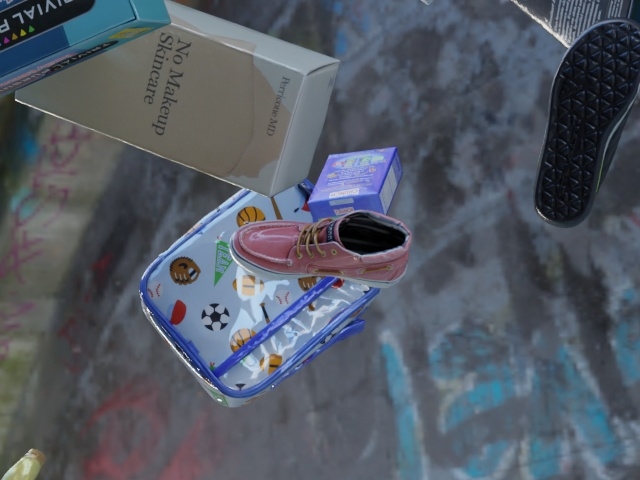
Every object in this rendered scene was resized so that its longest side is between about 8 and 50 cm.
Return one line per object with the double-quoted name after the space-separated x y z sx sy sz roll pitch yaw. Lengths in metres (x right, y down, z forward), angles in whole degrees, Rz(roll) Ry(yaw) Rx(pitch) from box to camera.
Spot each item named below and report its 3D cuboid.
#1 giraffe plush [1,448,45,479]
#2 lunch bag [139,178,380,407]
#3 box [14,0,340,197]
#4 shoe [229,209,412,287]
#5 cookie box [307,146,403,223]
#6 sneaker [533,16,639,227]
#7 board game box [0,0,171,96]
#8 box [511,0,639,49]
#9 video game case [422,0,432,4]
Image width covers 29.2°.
-0.273 0.284 0.999 0.171 0.210 0.181 -18 43 17 "giraffe plush"
-0.068 0.062 1.626 0.243 0.303 0.115 48 162 11 "lunch bag"
-0.152 -0.171 1.315 0.311 0.121 0.148 20 108 13 "box"
0.000 0.000 1.192 0.081 0.178 0.063 98 180 -64 "shoe"
0.043 -0.064 1.475 0.092 0.107 0.040 -6 123 22 "cookie box"
0.279 -0.125 1.296 0.084 0.097 0.234 23 110 14 "sneaker"
-0.317 -0.314 1.147 0.254 0.079 0.336 -19 92 18 "board game box"
0.433 -0.342 1.548 0.294 0.296 0.182 -121 29 -50 "box"
0.052 -0.328 1.375 0.157 0.143 0.019 38 97 15 "video game case"
